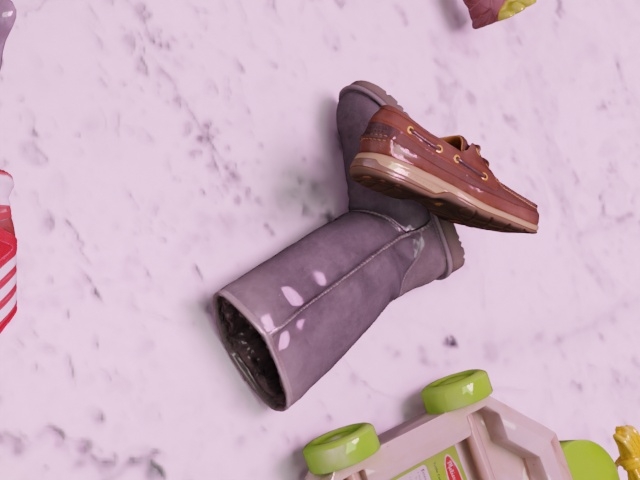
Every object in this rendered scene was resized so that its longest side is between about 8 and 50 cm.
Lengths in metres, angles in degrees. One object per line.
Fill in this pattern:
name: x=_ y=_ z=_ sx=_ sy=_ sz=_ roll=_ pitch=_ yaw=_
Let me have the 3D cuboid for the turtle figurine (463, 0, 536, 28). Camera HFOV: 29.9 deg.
turtle figurine: x=0.113 y=-0.290 z=1.008 sx=0.217 sy=0.087 sz=0.269 roll=62 pitch=24 yaw=-13

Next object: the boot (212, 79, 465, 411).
boot: x=0.001 y=-0.001 z=0.905 sx=0.208 sy=0.076 sz=0.190 roll=-30 pitch=95 yaw=-27

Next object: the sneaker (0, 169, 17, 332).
sneaker: x=-0.263 y=0.027 z=0.695 sx=0.221 sy=0.087 sz=0.128 roll=-10 pitch=87 yaw=-45

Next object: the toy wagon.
toy wagon: x=0.129 y=0.239 z=0.933 sx=0.344 sy=0.068 sz=0.267 roll=-20 pitch=92 yaw=-35

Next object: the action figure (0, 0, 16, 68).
action figure: x=-0.227 y=-0.252 z=0.702 sx=0.341 sy=0.178 sz=0.330 roll=18 pitch=47 yaw=-41

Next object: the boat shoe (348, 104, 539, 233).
boat shoe: x=0.102 y=-0.049 z=0.895 sx=0.178 sy=0.064 sz=0.060 roll=21 pitch=80 yaw=-34
